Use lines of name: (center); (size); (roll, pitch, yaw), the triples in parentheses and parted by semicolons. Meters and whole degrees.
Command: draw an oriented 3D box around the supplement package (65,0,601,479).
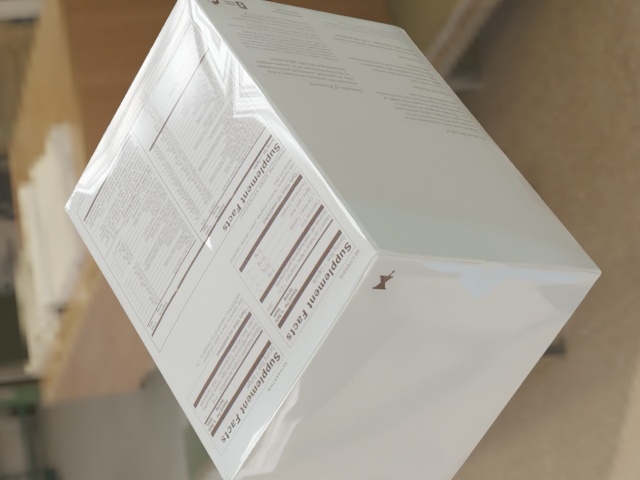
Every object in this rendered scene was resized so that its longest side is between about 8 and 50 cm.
supplement package: (0.000, 0.000, 1.298); (0.198, 0.199, 0.262); (-58, 48, 28)
